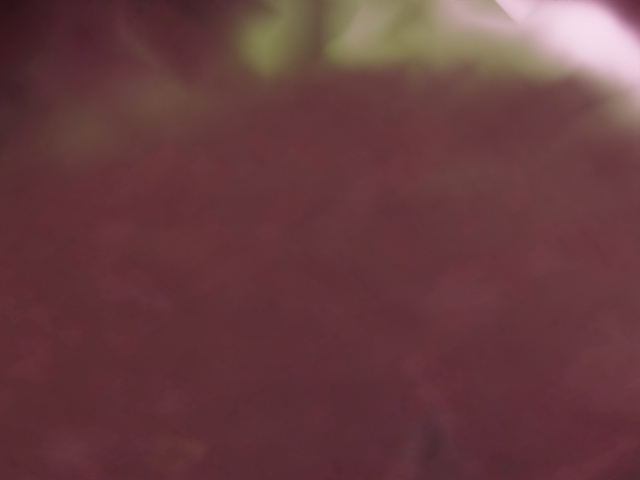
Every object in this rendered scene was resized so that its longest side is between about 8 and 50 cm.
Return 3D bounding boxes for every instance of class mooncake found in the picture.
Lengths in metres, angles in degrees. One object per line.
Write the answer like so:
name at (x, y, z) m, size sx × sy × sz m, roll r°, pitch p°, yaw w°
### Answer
mooncake at (0.000, 0.000, 0.496) m, size 0.381 × 0.212 × 0.351 m, roll -18°, pitch 133°, yaw 7°
